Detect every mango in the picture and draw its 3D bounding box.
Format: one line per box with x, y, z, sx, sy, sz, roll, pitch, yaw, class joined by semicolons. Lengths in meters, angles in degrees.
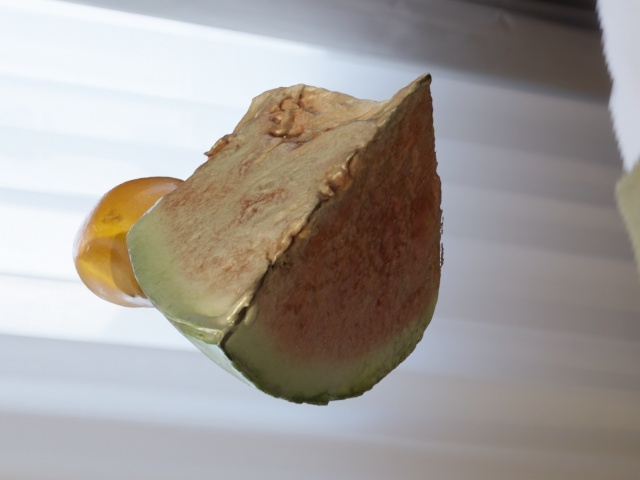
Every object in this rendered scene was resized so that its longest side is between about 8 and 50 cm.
-0.159;0.007;1.207;0.112;0.145;0.219;60;169;-23;mango

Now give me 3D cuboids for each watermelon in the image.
0.000;0.000;0.914;0.193;0.310;0.232;4;96;46;watermelon
